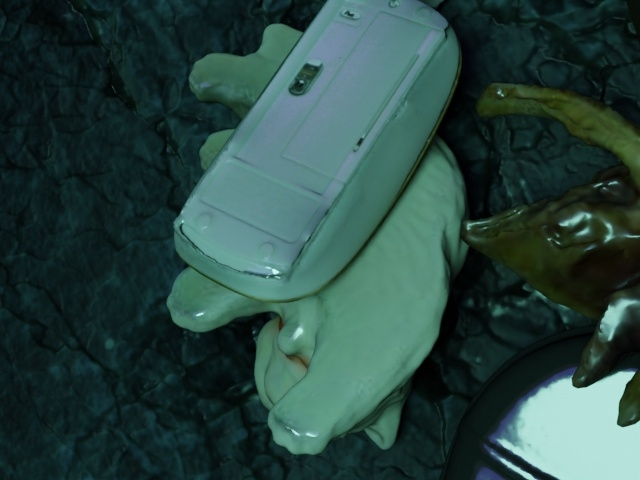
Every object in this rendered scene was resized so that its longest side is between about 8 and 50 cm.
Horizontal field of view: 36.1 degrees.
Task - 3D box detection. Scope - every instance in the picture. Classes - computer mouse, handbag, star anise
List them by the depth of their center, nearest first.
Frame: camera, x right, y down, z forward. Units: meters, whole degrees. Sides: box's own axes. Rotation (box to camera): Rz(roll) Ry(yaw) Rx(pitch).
[{"bbox_3d":[0.245,0.003,0.613,0.292,0.109,0.350,-9,54,-3],"label":"star anise"},{"bbox_3d":[0.001,-0.067,0.662,0.125,0.056,0.245,24,71,22],"label":"computer mouse"},{"bbox_3d":[0.196,0.213,0.668,0.253,0.093,0.308,18,92,23],"label":"handbag"}]

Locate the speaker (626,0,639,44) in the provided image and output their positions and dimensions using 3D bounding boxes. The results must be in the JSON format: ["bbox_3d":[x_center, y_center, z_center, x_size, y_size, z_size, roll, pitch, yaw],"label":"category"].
[{"bbox_3d":[0.278,-0.203,0.595,0.192,0.231,0.153,6,88,23],"label":"speaker"}]

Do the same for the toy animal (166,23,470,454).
[{"bbox_3d":[0.000,0.000,0.756,0.266,0.188,0.308,-47,58,-10],"label":"toy animal"}]

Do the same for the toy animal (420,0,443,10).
[{"bbox_3d":[0.038,-0.302,0.742,0.187,0.165,0.235,-47,68,11],"label":"toy animal"}]
